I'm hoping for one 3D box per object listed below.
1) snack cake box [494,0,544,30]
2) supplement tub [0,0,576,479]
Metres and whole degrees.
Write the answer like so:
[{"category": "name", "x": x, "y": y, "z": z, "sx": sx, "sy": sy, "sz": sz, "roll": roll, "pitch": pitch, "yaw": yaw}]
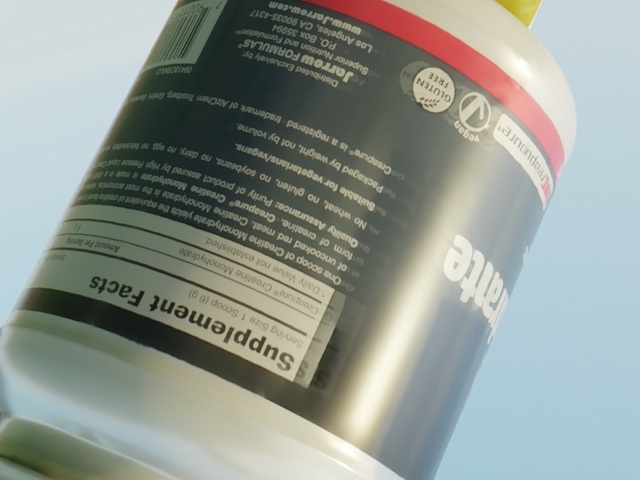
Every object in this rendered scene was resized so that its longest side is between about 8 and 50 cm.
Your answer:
[{"category": "snack cake box", "x": 0.139, "y": -0.229, "z": 0.965, "sx": 0.089, "sy": 0.264, "sz": 0.152, "roll": 25, "pitch": 175, "yaw": 5}, {"category": "supplement tub", "x": -0.021, "y": 0.023, "z": 0.587, "sx": 0.191, "sy": 0.191, "sz": 0.272, "roll": 9, "pitch": -112, "yaw": 44}]
